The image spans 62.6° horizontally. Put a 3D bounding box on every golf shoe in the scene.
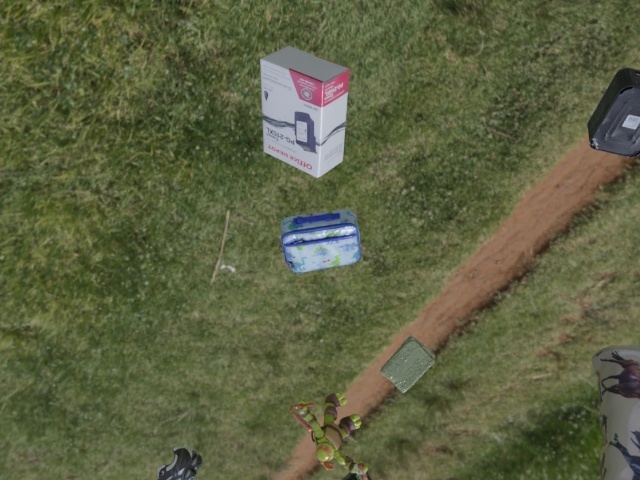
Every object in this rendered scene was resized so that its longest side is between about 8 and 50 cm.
[{"bbox_3d":[-0.375,0.607,1.298,0.094,0.198,0.077,29,144,0],"label":"golf shoe"}]

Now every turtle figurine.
[{"bbox_3d":[0.035,0.467,1.238,0.269,0.217,0.087,43,108,4],"label":"turtle figurine"}]

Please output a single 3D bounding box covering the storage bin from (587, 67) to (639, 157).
[{"bbox_3d":[0.728,-0.299,1.244,0.122,0.084,0.180,15,140,6],"label":"storage bin"}]

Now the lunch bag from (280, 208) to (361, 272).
[{"bbox_3d":[0.000,0.000,1.465,0.219,0.090,0.176,-7,137,-1],"label":"lunch bag"}]

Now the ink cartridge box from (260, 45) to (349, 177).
[{"bbox_3d":[-0.038,-0.283,1.176,0.172,0.100,0.237,29,139,25],"label":"ink cartridge box"}]

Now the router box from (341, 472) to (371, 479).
[{"bbox_3d":[0.102,0.648,1.329,0.038,0.122,0.092,-35,171,37],"label":"router box"}]

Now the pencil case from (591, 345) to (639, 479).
[{"bbox_3d":[0.683,0.447,1.147,0.159,0.410,0.183,4,157,17],"label":"pencil case"}]

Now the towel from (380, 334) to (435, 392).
[{"bbox_3d":[0.257,0.364,1.549,0.110,0.027,0.148,43,84,-3],"label":"towel"}]
